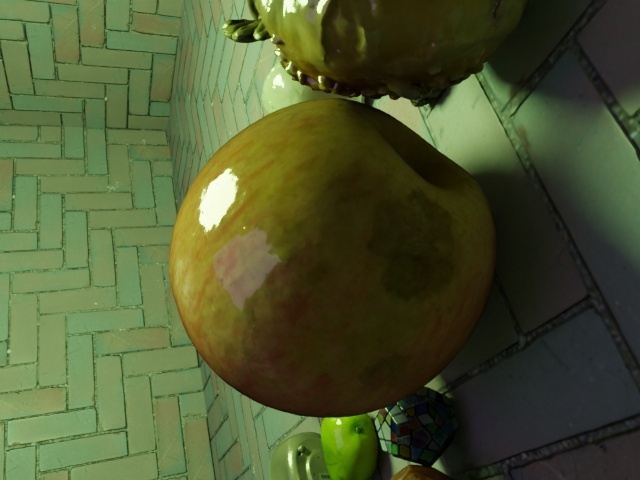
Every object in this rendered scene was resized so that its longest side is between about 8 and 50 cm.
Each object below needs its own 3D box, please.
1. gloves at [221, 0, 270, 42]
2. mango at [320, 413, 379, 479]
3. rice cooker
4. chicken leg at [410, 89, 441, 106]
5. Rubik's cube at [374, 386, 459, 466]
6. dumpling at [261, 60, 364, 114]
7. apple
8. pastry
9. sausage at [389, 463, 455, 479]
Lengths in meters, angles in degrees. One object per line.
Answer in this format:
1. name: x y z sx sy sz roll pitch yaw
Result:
1. gloves: -0.125 -0.520 1.172 0.154 0.141 0.331 -36 45 33
2. mango: 0.053 0.360 0.929 0.117 0.089 0.163 24 127 56
3. rice cooker: -0.017 0.469 1.025 0.127 0.145 0.206 -60 41 36
4. chicken leg: 0.100 -0.269 0.749 0.125 0.080 0.196 -24 71 52
5. Rubik's cube: 0.127 0.245 0.718 0.111 0.093 0.111 179 90 -67
6. dumpling: -0.009 -0.237 0.946 0.193 0.147 0.258 50 142 7
7. apple: 0.014 0.012 0.625 0.364 0.364 0.363 177 90 -67
8. pastry: 0.067 -0.263 0.583 0.184 0.285 0.315 86 159 -50
9. sausage: 0.114 0.383 0.680 0.141 0.153 0.268 38 139 16
